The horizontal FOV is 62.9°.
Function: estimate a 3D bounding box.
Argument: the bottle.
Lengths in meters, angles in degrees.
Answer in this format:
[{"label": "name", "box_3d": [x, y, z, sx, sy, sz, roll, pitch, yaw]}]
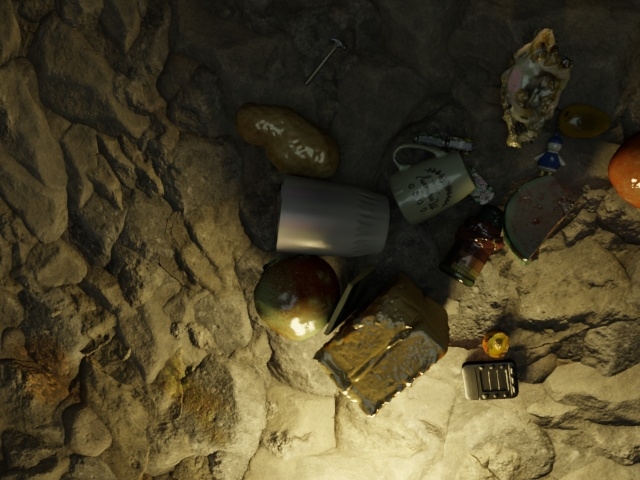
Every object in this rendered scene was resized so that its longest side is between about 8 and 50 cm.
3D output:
[{"label": "bottle", "box_3d": [0.513, 0.012, 1.720, 0.156, 0.143, 0.271, 33, 94, 20]}]

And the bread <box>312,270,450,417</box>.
[{"label": "bread", "box_3d": [0.216, 0.332, 1.744, 0.371, 0.390, 0.279, -44, 85, 18]}]

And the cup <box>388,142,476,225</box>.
[{"label": "cup", "box_3d": [0.342, -0.208, 1.661, 0.234, 0.186, 0.258, -27, 104, 21]}]

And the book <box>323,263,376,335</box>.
[{"label": "book", "box_3d": [0.106, 0.196, 1.766, 0.026, 0.289, 0.201, 28, 107, 14]}]

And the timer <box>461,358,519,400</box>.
[{"label": "timer", "box_3d": [0.610, 0.499, 1.884, 0.187, 0.055, 0.144, -7, 101, 15]}]

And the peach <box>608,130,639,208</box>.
[{"label": "peach", "box_3d": [0.994, -0.208, 1.550, 0.252, 0.252, 0.253, 2, 104, 9]}]

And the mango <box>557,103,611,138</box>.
[{"label": "mango", "box_3d": [0.818, -0.368, 1.618, 0.161, 0.076, 0.103, 4, 98, 0]}]

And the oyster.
[{"label": "oyster", "box_3d": [0.639, -0.466, 1.619, 0.201, 0.107, 0.355, 20, 95, -17]}]

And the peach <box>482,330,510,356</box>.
[{"label": "peach", "box_3d": [0.614, 0.359, 1.842, 0.098, 0.061, 0.098, -4, 107, -13]}]

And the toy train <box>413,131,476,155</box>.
[{"label": "toy train", "box_3d": [0.400, -0.316, 1.700, 0.202, 0.081, 0.060, 8, 106, 0]}]

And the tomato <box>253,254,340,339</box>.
[{"label": "tomato", "box_3d": [-0.070, 0.195, 1.780, 0.303, 0.303, 0.239, -48, 55, 17]}]

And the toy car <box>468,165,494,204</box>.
[{"label": "toy car", "box_3d": [0.511, -0.182, 1.725, 0.069, 0.055, 0.142, -42, 80, 16]}]

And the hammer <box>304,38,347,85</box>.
[{"label": "hammer", "box_3d": [0.006, -0.588, 1.726, 0.062, 0.017, 0.182, 43, 108, -2]}]

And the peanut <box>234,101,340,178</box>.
[{"label": "peanut", "box_3d": [-0.110, -0.330, 1.733, 0.387, 0.169, 0.192, 33, 96, 3]}]

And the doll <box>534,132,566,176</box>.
[{"label": "doll", "box_3d": [0.734, -0.270, 1.665, 0.098, 0.057, 0.143, 18, 106, 26]}]

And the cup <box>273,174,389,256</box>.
[{"label": "cup", "box_3d": [0.025, -0.069, 1.718, 0.371, 0.253, 0.253, 7, 105, -4]}]

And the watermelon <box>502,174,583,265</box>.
[{"label": "watermelon", "box_3d": [0.670, -0.047, 1.637, 0.305, 0.180, 0.224, -47, 109, -17]}]
